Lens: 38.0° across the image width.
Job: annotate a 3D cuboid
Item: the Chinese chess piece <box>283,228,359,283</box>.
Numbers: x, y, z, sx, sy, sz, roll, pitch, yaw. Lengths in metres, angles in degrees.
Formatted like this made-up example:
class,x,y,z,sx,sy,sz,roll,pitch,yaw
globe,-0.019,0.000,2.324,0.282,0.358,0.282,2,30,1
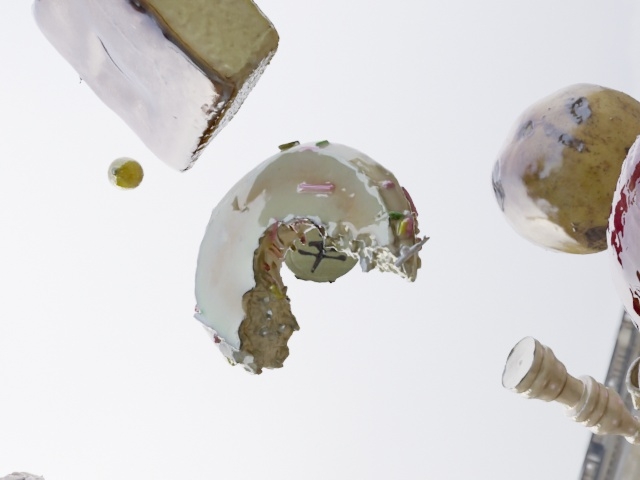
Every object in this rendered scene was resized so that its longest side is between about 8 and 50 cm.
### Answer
class,x,y,z,sx,sy,sz,roll,pitch,yaw
Chinese chess piece,0.000,0.000,1.959,0.083,0.188,0.188,-100,-1,-56

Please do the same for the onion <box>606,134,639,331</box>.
class,x,y,z,sx,sy,sz,roll,pitch,yaw
onion,0.430,-0.050,0.819,0.385,0.348,0.348,-76,-26,-43

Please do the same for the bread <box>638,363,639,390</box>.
class,x,y,z,sx,sy,sz,roll,pitch,yaw
bread,0.459,0.162,1.098,0.160,0.073,0.160,1,-96,-14

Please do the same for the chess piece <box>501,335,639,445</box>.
class,x,y,z,sx,sy,sz,roll,pitch,yaw
chess piece,0.511,0.311,1.810,0.124,0.307,0.139,-61,5,-19

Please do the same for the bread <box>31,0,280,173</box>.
class,x,y,z,sx,sy,sz,roll,pitch,yaw
bread,-0.229,-0.276,1.224,0.323,0.333,0.143,47,-114,-2

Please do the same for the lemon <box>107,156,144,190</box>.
class,x,y,z,sx,sy,sz,roll,pitch,yaw
lemon,-0.342,-0.117,1.629,0.083,0.062,0.062,16,-90,-75

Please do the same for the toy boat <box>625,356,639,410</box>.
class,x,y,z,sx,sy,sz,roll,pitch,yaw
toy boat,0.616,0.246,1.627,0.188,0.116,0.061,-18,-56,-15

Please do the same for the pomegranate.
class,x,y,z,sx,sy,sz,roll,pitch,yaw
pomegranate,0.416,-0.114,1.494,0.281,0.281,0.281,-25,-58,-48

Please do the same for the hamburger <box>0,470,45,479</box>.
class,x,y,z,sx,sy,sz,roll,pitch,yaw
hamburger,-0.557,0.546,1.570,0.209,0.162,0.330,20,-135,-45

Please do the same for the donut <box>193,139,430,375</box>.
class,x,y,z,sx,sy,sz,roll,pitch,yaw
donut,-0.030,0.012,1.419,0.371,0.307,0.150,-36,-31,13
